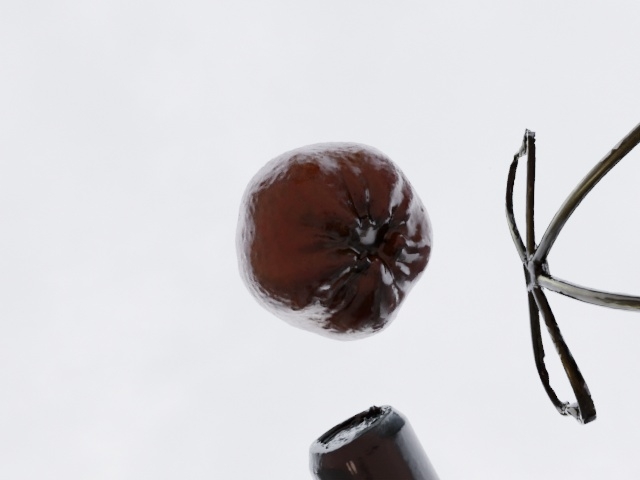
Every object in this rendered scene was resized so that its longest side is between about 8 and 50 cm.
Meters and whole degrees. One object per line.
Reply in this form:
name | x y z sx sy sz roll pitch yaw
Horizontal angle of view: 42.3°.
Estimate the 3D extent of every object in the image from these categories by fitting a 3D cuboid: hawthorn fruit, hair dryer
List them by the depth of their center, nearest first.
hair dryer | 0.002 0.277 0.842 0.352 0.107 0.189 -25 -88 55
hawthorn fruit | 0.000 0.000 0.936 0.224 0.261 0.224 -1 -88 -22

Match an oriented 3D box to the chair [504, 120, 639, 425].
chair | 0.199 -0.022 0.331 0.170 0.325 0.159 -12 -101 -6
